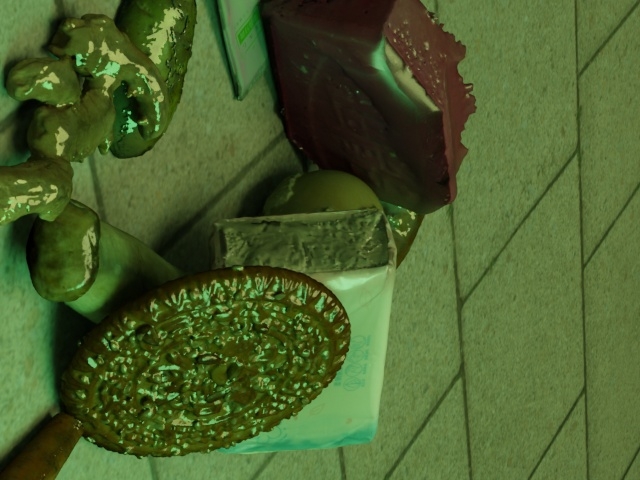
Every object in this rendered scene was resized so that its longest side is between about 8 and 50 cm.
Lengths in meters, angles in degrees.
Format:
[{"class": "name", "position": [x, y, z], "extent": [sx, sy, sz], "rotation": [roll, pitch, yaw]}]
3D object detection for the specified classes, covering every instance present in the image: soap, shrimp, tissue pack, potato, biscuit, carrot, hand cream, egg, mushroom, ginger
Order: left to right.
[{"class": "carrot", "position": [-0.281, 0.226, 1.634], "extent": [0.161, 0.055, 0.055], "rotation": [-57, 146, -50]}, {"class": "ginger", "position": [-0.242, -0.113, 1.565], "extent": [0.258, 0.065, 0.149], "rotation": [-42, 117, -42]}, {"class": "mushroom", "position": [-0.202, 0.044, 1.693], "extent": [0.312, 0.081, 0.100], "rotation": [43, 63, -65]}, {"class": "potato", "position": [-0.164, -0.178, 1.710], "extent": [0.119, 0.054, 0.198], "rotation": [47, 58, -62]}, {"class": "biscuit", "position": [-0.112, 0.132, 1.715], "extent": [0.305, 0.305, 0.038], "rotation": [59, 8, -53]}, {"class": "hand cream", "position": [-0.093, -0.274, 1.836], "extent": [0.079, 0.050, 0.275], "rotation": [-34, 140, -19]}, {"class": "tissue pack", "position": [-0.026, 0.103, 1.859], "extent": [0.124, 0.201, 0.271], "rotation": [-108, -163, -49]}, {"class": "egg", "position": [0.003, 0.002, 1.986], "extent": [0.201, 0.164, 0.164], "rotation": [-64, 152, -49]}, {"class": "shrimp", "position": [0.061, -0.024, 2.224], "extent": [0.287, 0.068, 0.185], "rotation": [-36, 128, -41]}, {"class": "soap", "position": [0.061, -0.171, 1.984], "extent": [0.127, 0.220, 0.325], "rotation": [-61, 156, -27]}]
